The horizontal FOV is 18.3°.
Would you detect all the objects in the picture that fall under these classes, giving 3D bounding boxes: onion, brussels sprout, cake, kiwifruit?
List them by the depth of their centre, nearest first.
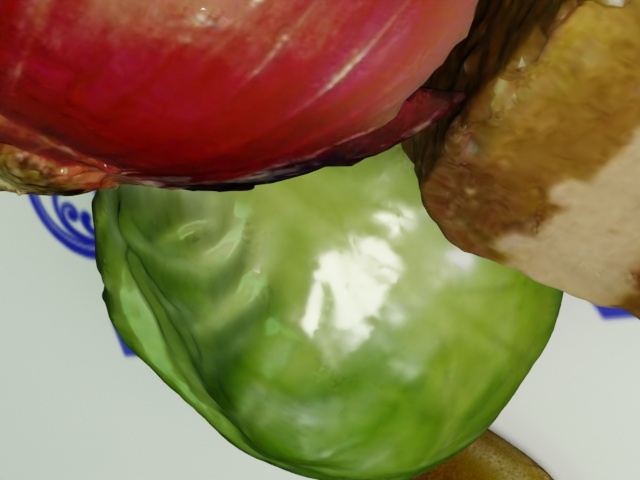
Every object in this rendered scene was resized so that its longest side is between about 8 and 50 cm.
[{"bbox_3d":[-0.077,-0.170,0.685,0.341,0.341,0.341,20,125,31],"label":"onion"},{"bbox_3d":[0.199,-0.070,0.727,0.293,0.196,0.198,23,136,-13],"label":"cake"},{"bbox_3d":[0.000,0.000,0.955,0.244,0.244,0.244,20,125,31],"label":"brussels sprout"},{"bbox_3d":[0.077,0.135,1.052,0.124,0.075,0.075,38,132,23],"label":"kiwifruit"}]
